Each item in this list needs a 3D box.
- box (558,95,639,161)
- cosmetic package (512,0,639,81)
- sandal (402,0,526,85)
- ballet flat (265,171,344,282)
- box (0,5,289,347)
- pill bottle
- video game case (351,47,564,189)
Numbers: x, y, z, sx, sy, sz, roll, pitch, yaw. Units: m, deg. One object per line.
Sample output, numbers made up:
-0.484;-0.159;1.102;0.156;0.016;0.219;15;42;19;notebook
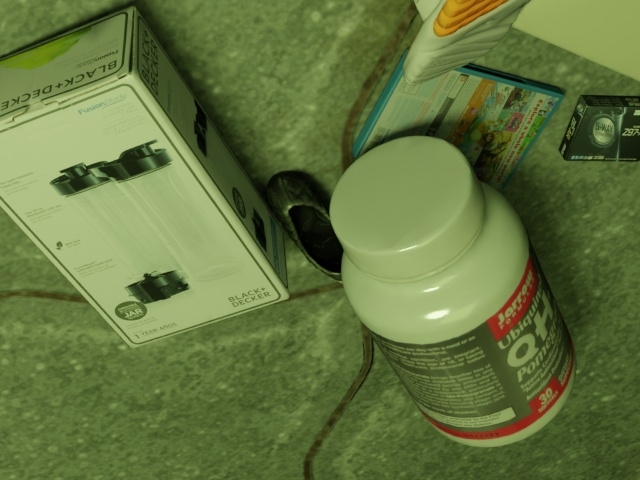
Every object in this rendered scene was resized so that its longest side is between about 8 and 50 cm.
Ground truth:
0.278;-0.107;1.124;0.083;0.018;0.067;0;133;-16;box
0.284;-0.206;0.916;0.309;0.160;0.113;14;145;-29;cosmetic package
0.095;-0.178;0.765;0.102;0.076;0.265;-25;173;-18;sandal
0.000;0.000;1.121;0.057;0.049;0.173;-30;134;15;ballet flat
-0.159;-0.042;0.991;0.169;0.087;0.290;-19;136;15;box
0.125;0.050;1.111;0.176;0.176;0.318;-25;137;8;pill bottle
0.126;-0.108;1.080;0.166;0.015;0.119;11;128;-25;video game case
